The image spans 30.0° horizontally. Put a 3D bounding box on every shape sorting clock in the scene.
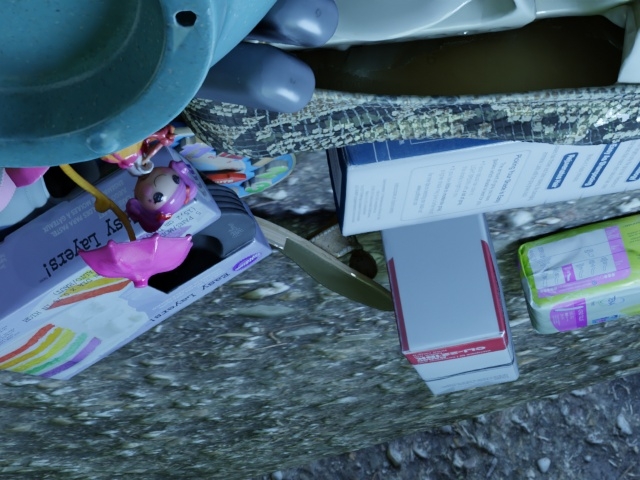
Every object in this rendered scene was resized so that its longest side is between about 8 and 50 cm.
[{"bbox_3d":[-0.125,-0.063,1.120,0.206,0.040,0.206,-9,161,-3],"label":"shape sorting clock"}]

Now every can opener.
[{"bbox_3d":[-0.114,-0.131,0.690,0.095,0.076,0.283,22,176,-41],"label":"can opener"}]

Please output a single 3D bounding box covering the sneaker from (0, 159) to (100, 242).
[{"bbox_3d":[-0.274,-0.084,0.913,0.131,0.112,0.319,-29,163,1],"label":"sneaker"}]

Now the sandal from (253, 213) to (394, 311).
[{"bbox_3d":[0.003,-0.001,1.335,0.240,0.079,0.088,26,162,-26],"label":"sandal"}]

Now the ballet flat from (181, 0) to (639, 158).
[{"bbox_3d":[0.129,-0.148,0.811,0.482,0.164,0.182,-7,166,-2],"label":"ballet flat"}]

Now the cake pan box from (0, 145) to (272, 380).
[{"bbox_3d":[-0.187,0.027,1.075,0.266,0.070,0.246,-31,166,4],"label":"cake pan box"}]

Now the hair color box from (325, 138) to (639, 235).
[{"bbox_3d":[0.181,-0.104,1.062,0.347,0.105,0.174,-9,162,-4],"label":"hair color box"}]

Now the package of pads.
[{"bbox_3d":[0.423,0.038,1.631,0.296,0.101,0.229,-14,163,9],"label":"package of pads"}]

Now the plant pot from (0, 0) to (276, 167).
[{"bbox_3d":[-0.124,-0.154,0.473,0.293,0.196,0.293,0,145,0],"label":"plant pot"}]

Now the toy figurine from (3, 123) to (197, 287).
[{"bbox_3d":[-0.146,-0.049,0.855,0.130,0.159,0.173,-7,-144,52],"label":"toy figurine"}]

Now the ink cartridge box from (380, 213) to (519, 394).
[{"bbox_3d":[0.150,0.054,1.371,0.114,0.197,0.273,-12,161,10],"label":"ink cartridge box"}]
